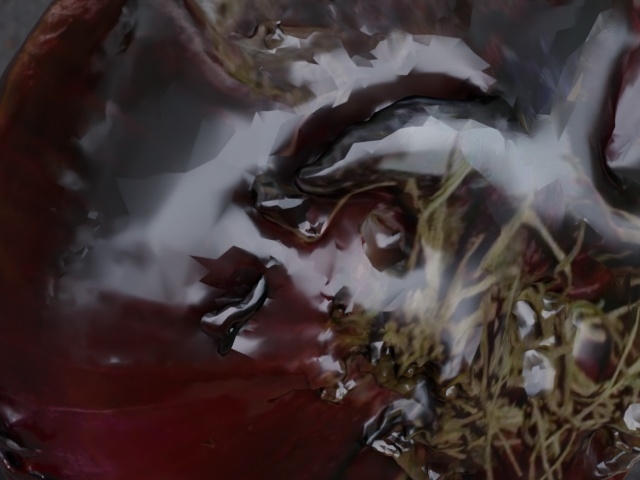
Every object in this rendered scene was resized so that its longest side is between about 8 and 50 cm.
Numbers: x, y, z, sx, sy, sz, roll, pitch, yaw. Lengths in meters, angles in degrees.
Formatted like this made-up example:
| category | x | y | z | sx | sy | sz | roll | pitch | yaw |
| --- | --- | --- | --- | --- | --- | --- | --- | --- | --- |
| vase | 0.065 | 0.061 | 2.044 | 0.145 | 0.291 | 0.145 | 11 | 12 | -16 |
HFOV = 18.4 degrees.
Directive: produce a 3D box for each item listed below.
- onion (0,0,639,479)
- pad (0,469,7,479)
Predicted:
| category | x | y | z | sx | sy | sz | roll | pitch | yaw |
| --- | --- | --- | --- | --- | --- | --- | --- | --- | --- |
| onion | 0.000 | 0.000 | 0.766 | 0.314 | 0.232 | 0.314 | -10 | 111 | -27 |
| pad | -0.241 | 0.208 | 1.558 | 0.112 | 0.157 | 0.003 | 0 | 42 | 6 |
